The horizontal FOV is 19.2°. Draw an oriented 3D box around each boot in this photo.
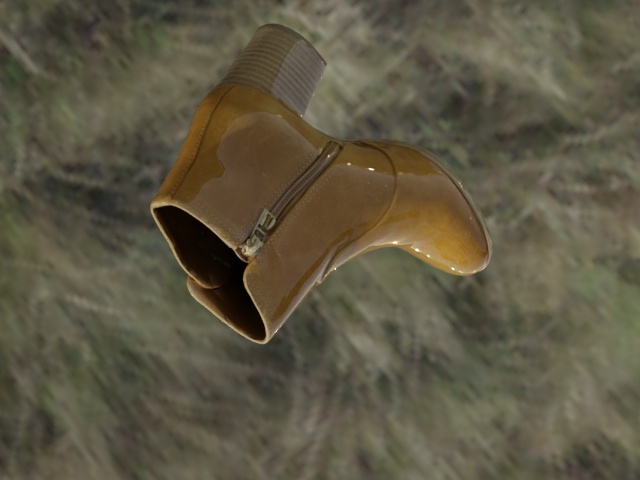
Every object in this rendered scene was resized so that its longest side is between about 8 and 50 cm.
[{"bbox_3d":[0.000,-0.001,1.440,0.295,0.104,0.211,44,54,-28],"label":"boot"}]
